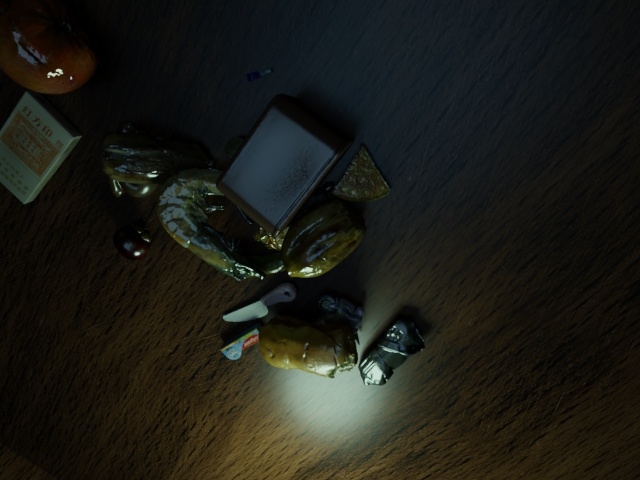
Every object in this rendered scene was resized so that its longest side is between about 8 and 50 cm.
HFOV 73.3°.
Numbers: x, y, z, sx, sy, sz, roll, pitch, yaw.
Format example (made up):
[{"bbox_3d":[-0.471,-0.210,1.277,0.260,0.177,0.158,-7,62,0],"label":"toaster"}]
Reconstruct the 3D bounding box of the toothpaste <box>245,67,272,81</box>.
[{"bbox_3d":[-0.180,-0.487,1.262,0.083,0.015,0.024,-8,103,20],"label":"toothpaste"}]

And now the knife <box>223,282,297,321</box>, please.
[{"bbox_3d":[-0.221,0.241,1.578,0.336,0.043,0.081,-28,112,27],"label":"knife"}]

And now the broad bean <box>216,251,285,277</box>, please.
[{"bbox_3d":[-0.215,0.086,1.487,0.339,0.061,0.077,-8,104,13],"label":"broad bean"}]

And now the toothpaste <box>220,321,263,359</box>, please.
[{"bbox_3d":[-0.287,0.388,1.640,0.193,0.044,0.070,-33,105,22],"label":"toothpaste"}]

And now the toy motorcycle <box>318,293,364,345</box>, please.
[{"bbox_3d":[0.087,0.278,1.503,0.152,0.073,0.225,-14,109,14],"label":"toy motorcycle"}]

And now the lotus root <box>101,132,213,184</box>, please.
[{"bbox_3d":[-0.498,-0.234,1.326,0.330,0.078,0.167,-1,121,-19],"label":"lotus root"}]

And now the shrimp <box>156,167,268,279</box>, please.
[{"bbox_3d":[-0.312,-0.042,1.383,0.272,0.085,0.445,-42,106,1],"label":"shrimp"}]

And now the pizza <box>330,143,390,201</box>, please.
[{"bbox_3d":[0.112,-0.199,1.302,0.185,0.036,0.176,-12,103,-1],"label":"pizza"}]

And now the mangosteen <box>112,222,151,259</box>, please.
[{"bbox_3d":[-0.653,-0.004,1.512,0.140,0.140,0.140,4,113,10],"label":"mangosteen"}]

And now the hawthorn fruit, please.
[{"bbox_3d":[-0.810,-0.546,1.240,0.308,0.276,0.276,-13,111,39],"label":"hawthorn fruit"}]

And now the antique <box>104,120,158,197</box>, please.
[{"bbox_3d":[-0.604,-0.257,1.388,0.144,0.121,0.256,6,115,2],"label":"antique"}]

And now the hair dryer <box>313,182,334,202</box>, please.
[{"bbox_3d":[0.005,-0.139,1.336,0.079,0.083,0.031,-26,123,27],"label":"hair dryer"}]

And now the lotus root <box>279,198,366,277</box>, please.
[{"bbox_3d":[-0.005,-0.005,1.331,0.291,0.193,0.193,-40,101,9],"label":"lotus root"}]

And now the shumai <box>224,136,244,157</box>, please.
[{"bbox_3d":[-0.250,-0.275,1.349,0.083,0.082,0.080,-14,148,30],"label":"shumai"}]

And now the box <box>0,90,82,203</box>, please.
[{"bbox_3d":[-0.999,-0.312,1.478,0.365,0.051,0.204,-38,101,23],"label":"box"}]

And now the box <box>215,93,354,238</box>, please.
[{"bbox_3d":[-0.102,-0.216,1.225,0.229,0.239,0.339,38,107,-3],"label":"box"}]

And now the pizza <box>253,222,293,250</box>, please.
[{"bbox_3d":[-0.154,-0.026,1.429,0.161,0.062,0.182,-11,112,21],"label":"pizza"}]

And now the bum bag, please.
[{"bbox_3d":[0.248,0.410,1.523,0.142,0.079,0.326,34,116,0],"label":"bum bag"}]

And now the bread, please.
[{"bbox_3d":[-0.047,0.365,1.476,0.344,0.149,0.195,1,120,32],"label":"bread"}]
